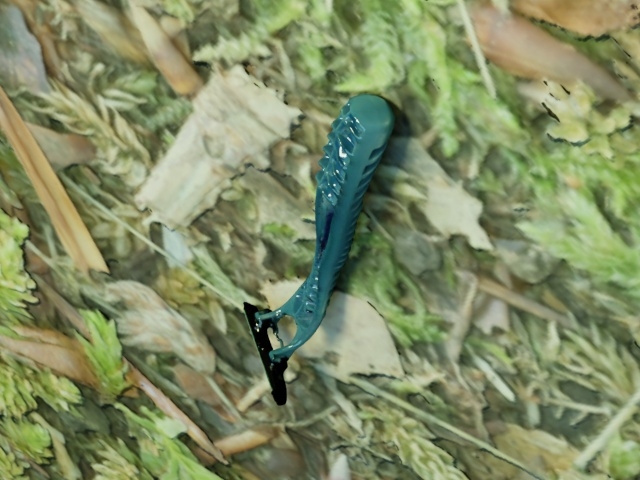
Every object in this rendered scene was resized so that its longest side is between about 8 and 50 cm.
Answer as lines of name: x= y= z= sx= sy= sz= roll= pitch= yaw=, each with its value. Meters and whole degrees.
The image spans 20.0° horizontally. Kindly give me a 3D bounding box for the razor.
razor: x=0.000 y=0.000 z=1.144 sx=0.253 sy=0.042 sz=0.082 roll=110 pitch=147 yaw=-48
